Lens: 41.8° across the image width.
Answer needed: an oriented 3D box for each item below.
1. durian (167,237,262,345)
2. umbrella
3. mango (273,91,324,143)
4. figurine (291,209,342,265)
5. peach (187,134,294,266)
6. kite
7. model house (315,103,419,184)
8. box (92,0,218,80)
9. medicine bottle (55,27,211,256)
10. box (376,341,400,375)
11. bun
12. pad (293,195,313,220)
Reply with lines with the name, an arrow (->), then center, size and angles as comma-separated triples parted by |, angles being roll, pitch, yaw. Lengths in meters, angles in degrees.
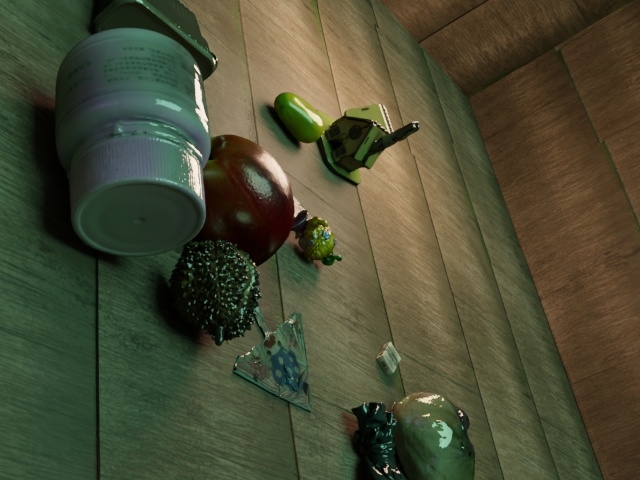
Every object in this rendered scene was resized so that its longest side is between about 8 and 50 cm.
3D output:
durian -> -0.182, 0.094, 1.481 | 0.196, 0.166, 0.196 | 36, 43, -44
umbrella -> 0.145, 0.507, 1.744 | 0.143, 0.094, 0.349 | 28, 42, -43
mango -> -0.057, -0.336, 2.264 | 0.163, 0.089, 0.117 | 51, 26, -19
figurine -> 0.000, 0.000, 1.986 | 0.156, 0.114, 0.095 | 55, 52, -24
peach -> -0.165, -0.065, 1.664 | 0.249, 0.245, 0.275 | -53, 128, -32
kite -> -0.094, 0.213, 1.697 | 0.314, 0.011, 0.335 | 60, 24, -1
model house -> 0.150, -0.328, 2.430 | 0.204, 0.278, 0.219 | 21, 46, -56
box -> -0.351, -0.459, 1.788 | 0.274, 0.138, 0.178 | 36, 30, -43
medicine bottle -> -0.308, -0.161, 1.394 | 0.256, 0.256, 0.325 | 31, 37, -47
box -> 0.172, 0.296, 2.101 | 0.054, 0.024, 0.083 | 57, 25, -5
bun -> 0.273, 0.474, 1.941 | 0.273, 0.168, 0.273 | 52, 24, -36
pad -> -0.052, -0.053, 2.072 | 0.188, 0.006, 0.113 | 49, 28, -21
